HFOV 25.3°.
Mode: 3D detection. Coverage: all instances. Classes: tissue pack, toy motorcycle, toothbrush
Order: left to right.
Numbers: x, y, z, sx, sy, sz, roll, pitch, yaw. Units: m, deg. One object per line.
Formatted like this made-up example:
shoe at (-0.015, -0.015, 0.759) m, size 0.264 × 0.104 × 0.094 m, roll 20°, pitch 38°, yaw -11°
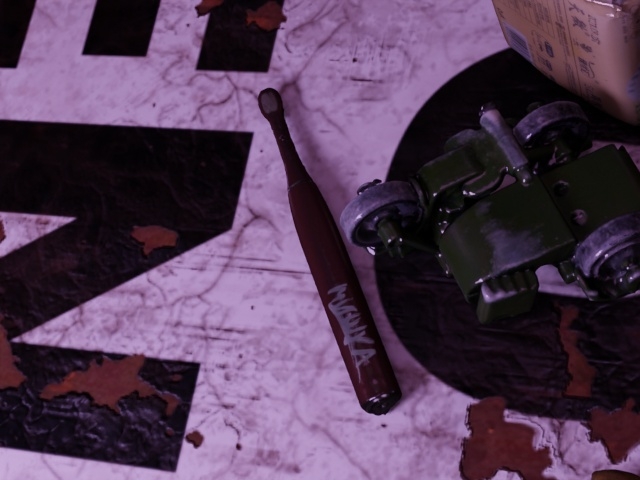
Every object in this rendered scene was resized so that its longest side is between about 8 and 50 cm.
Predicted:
toothbrush at (0.000, 0.000, 1.357) m, size 0.041 × 0.041 × 0.364 m, roll -25°, pitch 62°, yaw 7°
toy motorcycle at (0.171, -0.012, 1.263) m, size 0.275 × 0.127 × 0.205 m, roll -26°, pitch 63°, yaw -1°
tissue pack at (0.228, -0.215, 1.265) m, size 0.186 × 0.222 × 0.090 m, roll 37°, pitch 81°, yaw 28°

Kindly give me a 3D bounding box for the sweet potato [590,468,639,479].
sweet potato at (0.334, 0.254, 1.103) m, size 0.292 × 0.097 × 0.097 m, roll 22°, pitch 77°, yaw 25°
